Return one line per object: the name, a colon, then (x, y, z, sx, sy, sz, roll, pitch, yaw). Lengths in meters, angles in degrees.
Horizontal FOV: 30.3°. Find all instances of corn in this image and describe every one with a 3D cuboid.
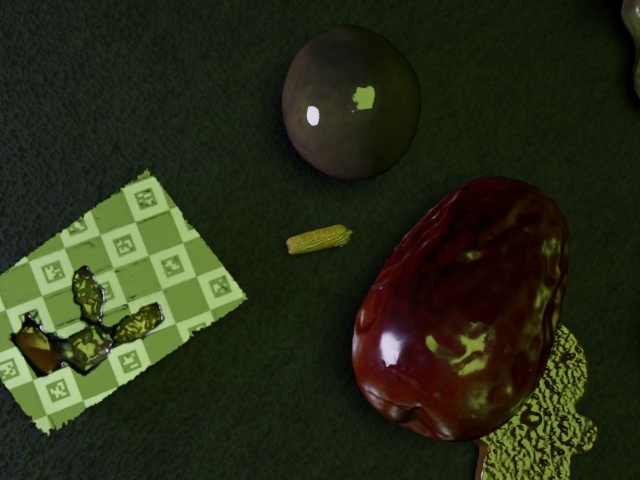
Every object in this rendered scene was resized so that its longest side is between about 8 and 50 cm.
corn: (0.000, 0.000, 1.444, 0.083, 0.027, 0.028, -14, 87, -12)

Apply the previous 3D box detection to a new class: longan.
longan: (0.036, -0.166, 1.414, 0.167, 0.167, 0.187, -6, 62, -13)

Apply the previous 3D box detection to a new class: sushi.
sushi: (-0.253, 0.076, 1.366, 0.279, 0.043, 0.192, -37, 91, -15)

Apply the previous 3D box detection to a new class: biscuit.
biscuit: (0.261, 0.209, 1.465, 0.180, 0.039, 0.236, 11, 79, -7)

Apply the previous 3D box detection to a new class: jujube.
jujube: (0.172, 0.078, 1.382, 0.223, 0.223, 0.318, 33, 67, -6)

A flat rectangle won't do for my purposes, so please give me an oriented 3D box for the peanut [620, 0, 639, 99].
peanut: (0.449, -0.273, 1.553, 0.098, 0.090, 0.214, 1, 80, -25)
